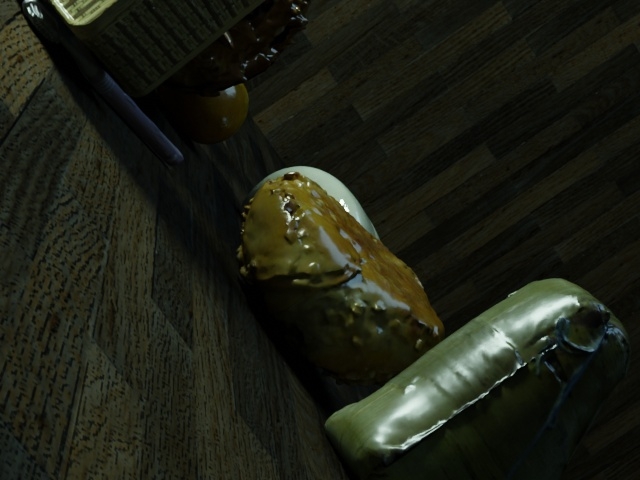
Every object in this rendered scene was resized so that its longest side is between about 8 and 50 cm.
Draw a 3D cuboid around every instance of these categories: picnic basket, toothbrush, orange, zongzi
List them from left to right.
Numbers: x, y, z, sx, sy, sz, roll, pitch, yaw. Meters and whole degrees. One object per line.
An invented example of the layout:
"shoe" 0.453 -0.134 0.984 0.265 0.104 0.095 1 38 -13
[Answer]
"toothbrush" -0.245 -0.172 1.655 0.354 0.024 0.029 50 13 -56
"picnic basket" -0.237 -0.355 1.606 0.313 0.228 0.175 51 0 29
"orange" -0.178 -0.224 2.178 0.156 0.124 0.156 57 0 -1
"zongzi" 0.248 0.263 1.676 0.393 0.356 0.174 56 -6 -22

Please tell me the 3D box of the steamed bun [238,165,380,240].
"steamed bun" 0.000 0.000 2.199 0.241 0.164 0.146 57 3 36

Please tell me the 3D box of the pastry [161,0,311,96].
"pastry" -0.174 -0.347 1.917 0.337 0.292 0.405 44 -2 22

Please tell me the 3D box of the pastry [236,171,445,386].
"pastry" 0.010 0.064 1.796 0.311 0.162 0.255 45 16 -10
